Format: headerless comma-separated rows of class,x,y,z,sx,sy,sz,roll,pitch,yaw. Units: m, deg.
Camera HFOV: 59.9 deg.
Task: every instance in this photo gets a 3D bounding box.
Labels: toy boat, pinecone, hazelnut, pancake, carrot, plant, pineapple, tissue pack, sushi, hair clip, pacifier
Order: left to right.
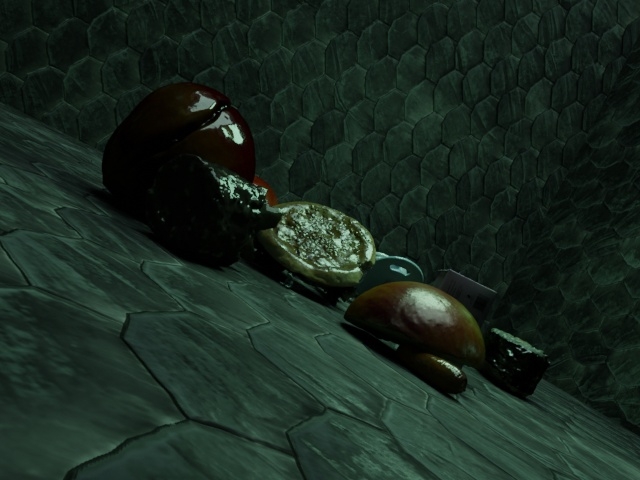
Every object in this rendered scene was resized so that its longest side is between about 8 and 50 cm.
hazelnut,-0.374,-0.213,1.518,0.402,0.402,0.429,27,-22,-34
plant,-0.236,-0.062,1.293,0.213,0.215,0.312,32,7,22
pinecone,-0.137,-0.003,1.839,0.202,0.201,0.229,38,-24,-30
hair clip,-0.072,0.121,1.570,0.030,0.039,0.115,31,0,26
toy boat,-0.035,0.126,1.936,0.137,0.060,0.061,28,26,-16
pancake,-0.001,0.001,1.684,0.382,0.071,0.382,14,37,-11
pineapple,0.052,0.139,1.792,0.130,0.119,0.277,-2,-1,-4
pacifier,0.227,0.191,1.991,0.244,0.299,0.233,19,41,-13
carrot,0.233,0.273,1.195,0.060,0.060,0.186,27,-3,-43
tissue pack,0.337,0.212,1.465,0.148,0.246,0.092,27,-4,-2
sushi,0.650,0.415,1.916,0.211,0.171,0.350,25,0,3

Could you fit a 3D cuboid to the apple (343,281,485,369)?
apple,0.224,0.196,1.341,0.346,0.179,0.254,14,32,41

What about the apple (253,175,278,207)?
apple,-0.272,-0.111,1.994,0.260,0.216,0.260,2,-37,2
